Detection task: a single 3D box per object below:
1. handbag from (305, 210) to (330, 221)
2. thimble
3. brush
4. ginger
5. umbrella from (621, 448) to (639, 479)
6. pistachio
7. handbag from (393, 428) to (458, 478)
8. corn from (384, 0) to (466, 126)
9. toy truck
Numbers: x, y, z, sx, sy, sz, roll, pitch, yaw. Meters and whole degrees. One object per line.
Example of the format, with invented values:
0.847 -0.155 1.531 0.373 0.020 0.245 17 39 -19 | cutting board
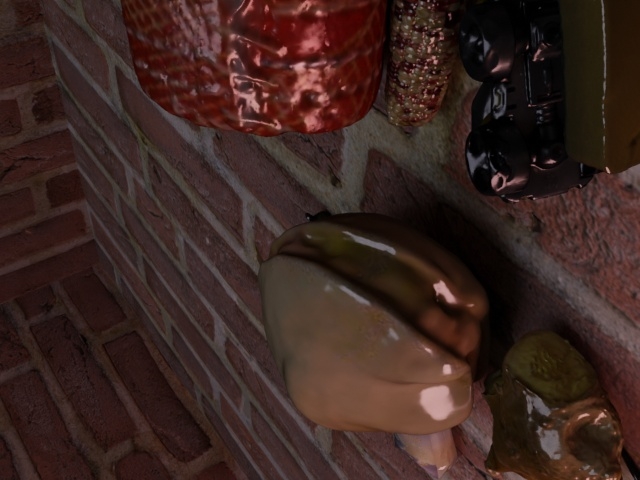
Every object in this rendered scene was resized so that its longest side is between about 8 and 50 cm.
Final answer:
0.000 0.000 1.310 0.072 0.047 0.111 45 145 37 | handbag
-0.079 -0.294 0.886 0.350 0.350 0.230 42 142 38 | thimble
0.261 -0.166 0.611 0.059 0.123 0.197 28 135 57 | brush
0.288 0.249 0.926 0.219 0.123 0.270 53 161 30 | ginger
0.402 0.312 0.882 0.149 0.022 0.022 68 -168 12 | umbrella
0.070 0.126 1.035 0.365 0.281 0.445 33 157 2 | pistachio
0.173 0.306 1.220 0.117 0.095 0.173 27 143 43 | handbag
0.121 -0.236 0.849 0.086 0.086 0.253 45 148 34 | corn
0.203 -0.153 0.730 0.165 0.147 0.224 -121 19 -68 | toy truck
